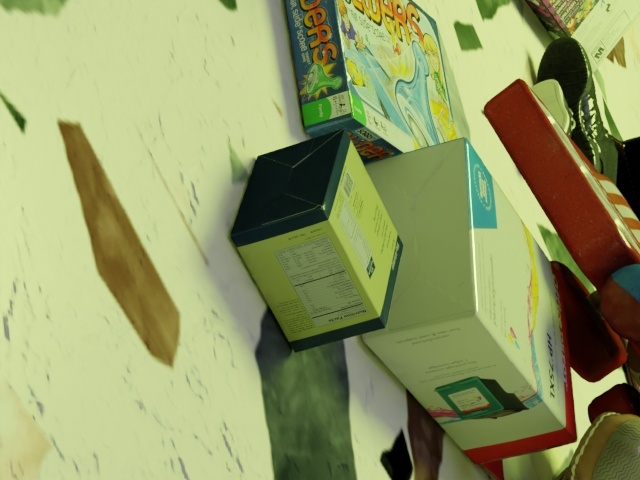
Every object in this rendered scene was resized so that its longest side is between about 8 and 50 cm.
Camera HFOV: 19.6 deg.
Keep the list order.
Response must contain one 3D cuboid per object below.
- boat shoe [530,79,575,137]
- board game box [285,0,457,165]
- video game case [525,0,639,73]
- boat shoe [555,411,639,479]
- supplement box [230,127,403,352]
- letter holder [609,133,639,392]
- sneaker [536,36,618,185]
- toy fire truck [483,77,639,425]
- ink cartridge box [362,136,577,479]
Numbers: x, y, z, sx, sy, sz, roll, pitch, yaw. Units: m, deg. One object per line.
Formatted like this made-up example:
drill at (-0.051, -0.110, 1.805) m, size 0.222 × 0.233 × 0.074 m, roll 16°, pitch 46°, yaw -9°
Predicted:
boat shoe at (0.199, -0.094, 1.600) m, size 0.038 × 0.046 × 0.125 m, roll 57°, pitch 18°, yaw -26°
board game box at (0.036, -0.111, 1.211) m, size 0.201 × 0.035 × 0.136 m, roll 26°, pitch 51°, yaw -63°
video game case at (0.281, -0.298, 1.745) m, size 0.042 × 0.232 × 0.210 m, roll 37°, pitch -2°, yaw 34°
boat shoe at (0.202, 0.209, 1.271) m, size 0.123 × 0.116 × 0.324 m, roll -51°, pitch 147°, yaw -20°
supplement box at (0.000, 0.000, 1.010) m, size 0.083 × 0.056 × 0.083 m, roll 62°, pitch 24°, yaw -27°
letter holder at (0.364, 0.013, 1.793) m, size 0.214 × 0.152 × 0.302 m, roll 14°, pitch 62°, yaw -64°
sneaker at (0.240, -0.096, 1.701) m, size 0.089 × 0.051 × 0.170 m, roll 24°, pitch 58°, yaw -64°
toy fire truck at (0.233, 0.044, 1.339) m, size 0.254 × 0.169 × 0.302 m, roll 39°, pitch 21°, yaw -50°
ink cartridge box at (0.106, 0.053, 1.208) m, size 0.231 × 0.078 × 0.134 m, roll 48°, pitch 33°, yaw -50°
